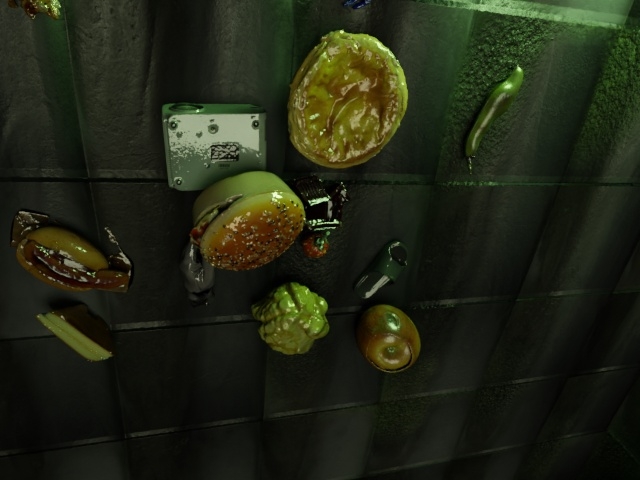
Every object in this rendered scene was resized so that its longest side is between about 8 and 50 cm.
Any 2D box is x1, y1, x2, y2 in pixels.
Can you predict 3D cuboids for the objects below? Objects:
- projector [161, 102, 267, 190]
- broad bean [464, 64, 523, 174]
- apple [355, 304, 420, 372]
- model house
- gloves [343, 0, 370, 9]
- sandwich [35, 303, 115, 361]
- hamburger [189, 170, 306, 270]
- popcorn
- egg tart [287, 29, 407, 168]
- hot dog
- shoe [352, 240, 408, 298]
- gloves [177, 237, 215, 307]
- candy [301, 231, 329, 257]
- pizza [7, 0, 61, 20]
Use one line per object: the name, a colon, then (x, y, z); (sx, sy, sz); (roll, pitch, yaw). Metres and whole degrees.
projector: (-0.263, -0.238, 1.133); (0.250, 0.108, 0.198); (-4, 120, -15)
broad bean: (0.498, -0.361, 1.329); (0.075, 0.067, 0.325); (28, 113, 3)
apple: (0.239, 0.346, 1.569); (0.236, 0.207, 0.237); (-7, 118, -13)
model house: (-0.013, -0.108, 1.297); (0.203, 0.141, 0.164); (-8, 100, -37)
gloves: (0.089, -0.595, 1.083); (0.086, 0.026, 0.064); (-2, 122, -16)
sandwich: (-0.703, 0.257, 1.303); (0.090, 0.088, 0.244); (-25, 127, 9)
hamburger: (-0.183, -0.037, 1.146); (0.300, 0.176, 0.300); (-21, 155, -11)
popcorn: (-0.095, 0.250, 1.429); (0.254, 0.195, 0.256); (1, 119, -7)
egg tart: (0.059, -0.354, 1.151); (0.341, 0.132, 0.342); (-8, 123, -13)
hot dog: (-0.653, 0.054, 1.184); (0.325, 0.107, 0.194); (19, 111, -26)
shoe: (0.214, 0.118, 1.499); (0.108, 0.093, 0.241); (33, 107, -29)
gloves: (-0.346, 0.079, 1.284); (0.119, 0.142, 0.286); (-15, 127, -42)
candy: (0.002, 0.000, 1.272); (0.084, 0.287, 0.078); (-25, 86, -12)
pizza: (-0.609, -0.521, 0.885); (0.154, 0.069, 0.194); (-42, 121, 8)
